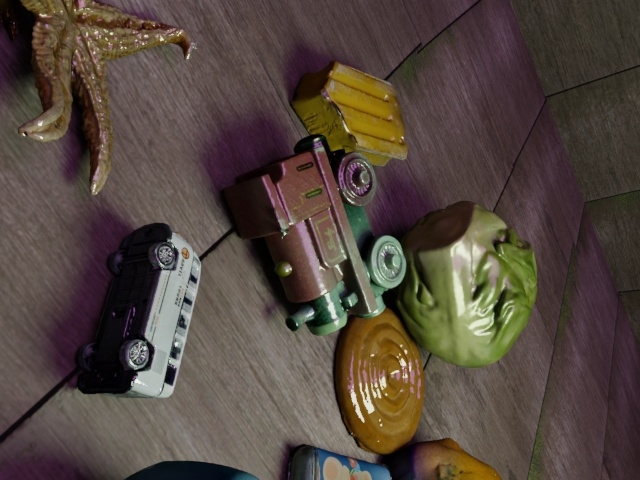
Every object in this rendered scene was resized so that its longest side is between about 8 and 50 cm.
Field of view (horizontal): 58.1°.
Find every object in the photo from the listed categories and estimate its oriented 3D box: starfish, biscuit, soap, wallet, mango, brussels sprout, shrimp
[{"bbox_3d":[-0.258,-0.245,0.636,0.327,0.094,0.375,-43,129,-66],"label":"starfish"},{"bbox_3d":[0.114,0.240,1.011,0.262,0.037,0.261,22,62,-48],"label":"biscuit"},{"bbox_3d":[0.058,-0.230,1.059,0.258,0.080,0.160,0,77,-52],"label":"soap"},{"bbox_3d":[0.031,0.384,0.837,0.202,0.059,0.141,34,47,-44],"label":"wallet"},{"bbox_3d":[0.230,0.452,0.991,0.287,0.153,0.201,42,51,-35],"label":"mango"},{"bbox_3d":[0.288,0.081,1.120,0.328,0.247,0.328,37,44,-46],"label":"brussels sprout"},{"bbox_3d":[-0.322,-0.271,0.633,0.083,0.023,0.114,-3,81,-57],"label":"shrimp"}]

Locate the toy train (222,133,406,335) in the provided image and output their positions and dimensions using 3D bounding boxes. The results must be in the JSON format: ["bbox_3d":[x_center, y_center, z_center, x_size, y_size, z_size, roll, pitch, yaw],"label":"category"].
[{"bbox_3d":[0.000,0.000,0.870,0.221,0.150,0.304,-30,104,-42],"label":"toy train"}]

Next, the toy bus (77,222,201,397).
[{"bbox_3d":[-0.190,0.080,0.637,0.089,0.087,0.193,40,49,-47],"label":"toy bus"}]

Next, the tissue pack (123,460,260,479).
[{"bbox_3d":[-0.144,0.348,0.489,0.198,0.206,0.287,52,37,-30],"label":"tissue pack"}]
